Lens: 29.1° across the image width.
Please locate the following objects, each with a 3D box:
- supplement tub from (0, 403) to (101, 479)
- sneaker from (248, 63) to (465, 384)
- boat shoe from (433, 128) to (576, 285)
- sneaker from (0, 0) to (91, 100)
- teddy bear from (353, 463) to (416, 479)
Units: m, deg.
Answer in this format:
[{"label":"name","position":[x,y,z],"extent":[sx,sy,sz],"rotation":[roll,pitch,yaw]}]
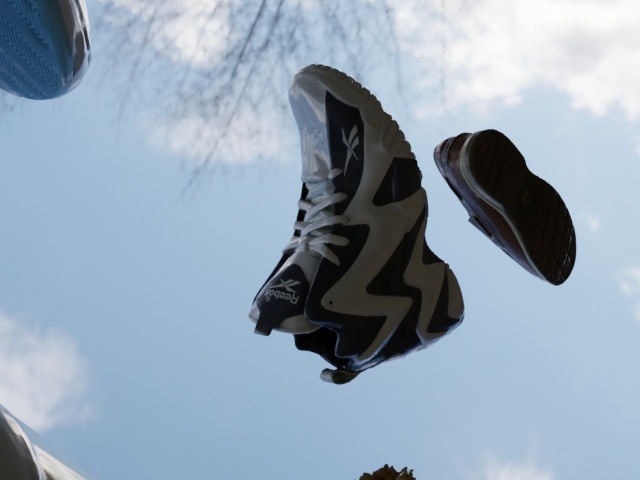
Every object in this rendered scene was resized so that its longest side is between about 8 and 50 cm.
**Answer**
[{"label":"supplement tub","position":[-0.213,0.230,0.733],"extent":[0.325,0.235,0.235],"rotation":[50,-157,-42]},{"label":"sneaker","position":[0.000,0.000,0.909],"extent":[0.153,0.235,0.094],"rotation":[-33,-157,-28]},{"label":"boat shoe","position":[0.159,-0.029,1.047],"extent":[0.178,0.060,0.064],"rotation":[47,-115,-32]},{"label":"sneaker","position":[-0.173,-0.248,0.656],"extent":[0.127,0.319,0.208],"rotation":[5,-133,30]},{"label":"teddy bear","position":[0.056,0.205,0.539],"extent":[0.338,0.113,0.245],"rotation":[21,-138,6]}]
